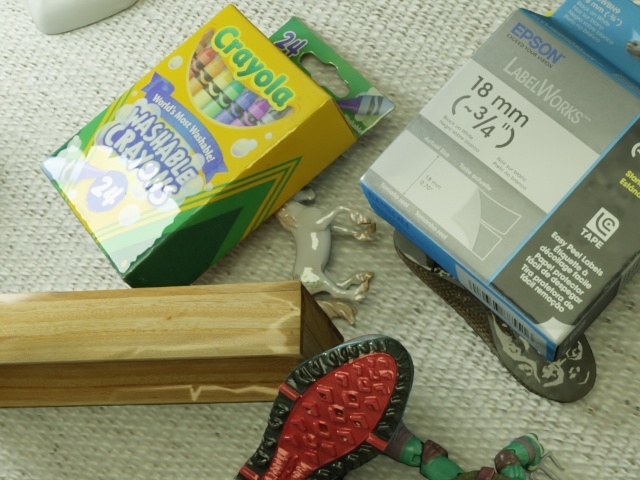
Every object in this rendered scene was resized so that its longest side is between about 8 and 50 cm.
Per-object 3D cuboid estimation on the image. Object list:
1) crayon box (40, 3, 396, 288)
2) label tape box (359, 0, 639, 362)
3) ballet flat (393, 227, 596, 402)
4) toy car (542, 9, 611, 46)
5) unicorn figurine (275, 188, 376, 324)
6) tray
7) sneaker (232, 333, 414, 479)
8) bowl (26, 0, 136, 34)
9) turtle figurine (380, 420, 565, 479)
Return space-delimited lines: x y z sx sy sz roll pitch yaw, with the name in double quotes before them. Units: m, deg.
"crayon box" -0.111 -0.108 1.270 0.323 0.083 0.203 -41 53 -3
"label tape box" 0.236 -0.092 1.140 0.241 0.106 0.333 41 85 18
"ballet flat" 0.168 0.063 1.197 0.250 0.058 0.084 42 83 16
"toy car" 0.329 -0.130 1.221 0.225 0.053 0.239 -9 71 9
"unicorn figurine" 0.000 0.000 1.246 0.111 0.060 0.161 3 73 14
"tray" -0.197 0.105 1.179 0.411 0.203 0.076 -4 70 11
"sneaker" 0.000 0.167 1.118 0.104 0.125 0.262 38 119 2
"bowl" -0.287 -0.323 1.422 0.142 0.053 0.142 -19 70 4
"turtle figurine" 0.152 0.246 1.108 0.234 0.118 0.175 16 70 25
